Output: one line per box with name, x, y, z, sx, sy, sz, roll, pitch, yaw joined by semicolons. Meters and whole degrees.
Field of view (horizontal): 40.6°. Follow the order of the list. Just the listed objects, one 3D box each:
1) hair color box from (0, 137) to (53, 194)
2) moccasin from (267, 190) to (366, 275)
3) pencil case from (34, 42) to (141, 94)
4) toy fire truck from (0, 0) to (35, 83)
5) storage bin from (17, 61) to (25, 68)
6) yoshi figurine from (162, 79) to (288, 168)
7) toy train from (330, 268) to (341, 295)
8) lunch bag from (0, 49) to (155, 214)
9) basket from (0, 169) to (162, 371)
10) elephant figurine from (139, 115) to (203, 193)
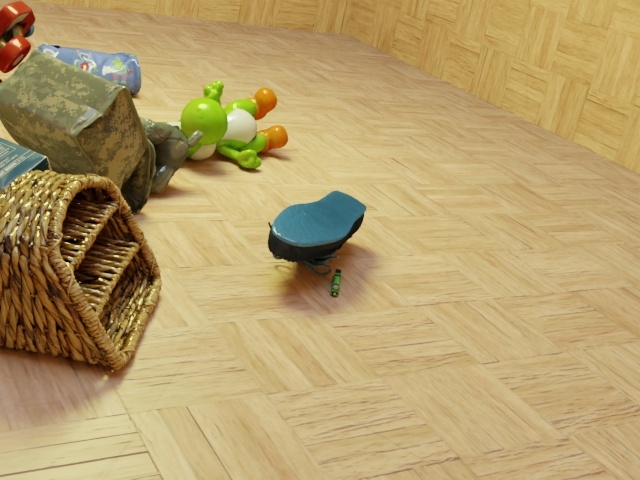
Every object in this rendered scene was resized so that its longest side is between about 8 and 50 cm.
hair color box;-0.603;-0.105;1.477;0.347;0.174;0.105;22;50;23
moccasin;0.000;0.000;1.645;0.138;0.117;0.342;34;24;18
pencil case;-0.660;-0.483;2.439;0.306;0.133;0.119;0;-8;-29
toy fire truck;-0.817;-0.477;2.147;0.169;0.302;0.254;41;18;-12
storage bin;-0.702;-0.363;2.140;0.091;0.135;0.098;33;29;23
yoshi figurine;-0.224;-0.280;2.099;0.203;0.203;0.362;34;33;30
toy train;0.030;0.076;1.584;0.017;0.024;0.083;12;22;0
lunch bag;-0.460;-0.192;1.675;0.235;0.287;0.169;25;61;23
basket;-0.353;0.020;1.278;0.223;0.213;0.299;11;23;-1
elephant figurine;-0.418;-0.200;1.876;0.239;0.169;0.186;10;-13;39
